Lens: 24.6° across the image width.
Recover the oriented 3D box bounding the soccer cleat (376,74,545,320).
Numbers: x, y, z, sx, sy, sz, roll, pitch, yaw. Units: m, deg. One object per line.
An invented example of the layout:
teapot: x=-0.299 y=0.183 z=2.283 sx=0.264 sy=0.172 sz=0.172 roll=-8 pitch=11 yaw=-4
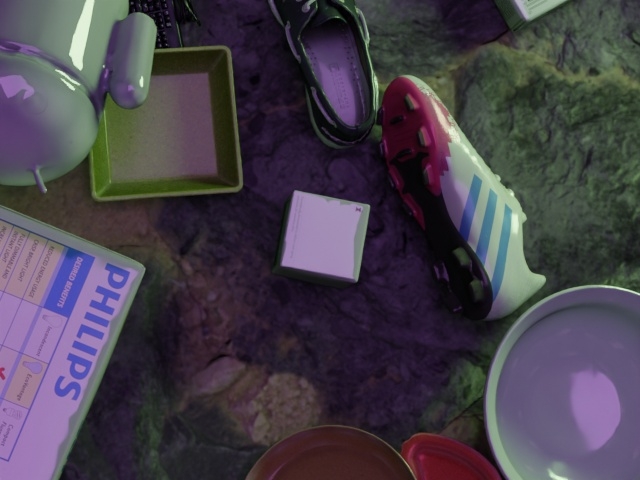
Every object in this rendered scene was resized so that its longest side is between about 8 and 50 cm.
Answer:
soccer cleat: x=0.180 y=-0.059 z=1.870 sx=0.143 sy=0.116 sz=0.331 roll=-16 pitch=84 yaw=-33

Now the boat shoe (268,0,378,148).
boat shoe: x=0.009 y=-0.269 z=1.863 sx=0.114 sy=0.091 sz=0.302 roll=-20 pitch=87 yaw=-12

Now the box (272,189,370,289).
box: x=0.000 y=0.000 z=1.829 sx=0.102 sy=0.087 sz=0.101 roll=12 pitch=81 yaw=-8

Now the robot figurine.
robot figurine: x=-0.334 y=-0.209 z=1.671 sx=0.300 sy=0.199 sz=0.353 roll=2 pitch=59 yaw=12

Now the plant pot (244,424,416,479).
plant pot: x=0.012 y=0.341 z=1.759 sx=0.236 sy=0.032 sz=0.236 roll=-5 pitch=71 yaw=14

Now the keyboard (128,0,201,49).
keyboard: x=-0.212 y=-0.326 z=1.861 sx=0.100 sy=0.038 sz=0.192 roll=-12 pitch=86 yaw=-11

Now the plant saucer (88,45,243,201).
plant saucer: x=-0.200 y=-0.143 z=1.835 sx=0.189 sy=0.045 sz=0.188 roll=-4 pitch=83 yaw=-10

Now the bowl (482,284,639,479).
bowl: x=0.329 y=0.208 z=1.836 sx=0.298 sy=0.134 sz=0.297 roll=1 pitch=83 yaw=-10

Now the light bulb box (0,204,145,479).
light bulb box: x=-0.436 y=0.132 z=1.666 sx=0.361 sy=0.225 sz=0.357 roll=23 pitch=79 yaw=-7

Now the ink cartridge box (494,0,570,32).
ink cartridge box: x=0.293 y=-0.453 z=1.954 sx=0.239 sy=0.060 sz=0.275 roll=-29 pitch=88 yaw=-13

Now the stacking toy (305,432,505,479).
stacking toy: x=0.087 y=0.390 z=1.811 sx=0.280 sy=0.130 sz=0.308 roll=16 pitch=76 yaw=19
